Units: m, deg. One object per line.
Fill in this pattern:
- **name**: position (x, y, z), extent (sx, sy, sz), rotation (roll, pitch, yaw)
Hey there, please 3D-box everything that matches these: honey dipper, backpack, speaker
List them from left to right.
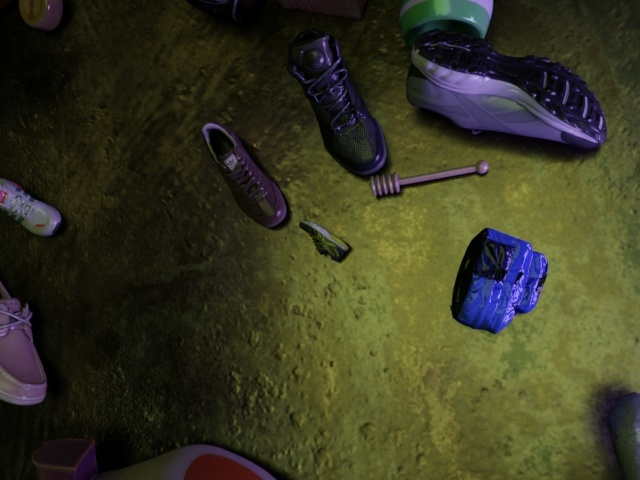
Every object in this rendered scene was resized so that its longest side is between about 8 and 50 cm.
- **honey dipper**: position (0.150, -0.088, 0.776), extent (0.161, 0.030, 0.030), rotation (-8, 78, 13)
- **speaker**: position (0.178, -0.418, 0.773), extent (0.131, 0.131, 0.296), rotation (2, 82, 17)
- **backpack**: position (0.218, 0.057, 0.695), extent (0.101, 0.098, 0.120), rotation (22, 87, 15)

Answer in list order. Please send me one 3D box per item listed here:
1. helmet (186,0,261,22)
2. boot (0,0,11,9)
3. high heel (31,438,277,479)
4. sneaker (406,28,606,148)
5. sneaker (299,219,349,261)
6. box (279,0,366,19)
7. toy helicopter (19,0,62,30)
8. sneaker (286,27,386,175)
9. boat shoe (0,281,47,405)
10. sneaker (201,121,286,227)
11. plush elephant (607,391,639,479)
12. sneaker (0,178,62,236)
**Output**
- **helmet**: position (-0.159, -0.438, 0.854), extent (0.161, 0.169, 0.169), rotation (35, 92, -1)
- **boot**: position (-0.763, -0.462, 1.078), extent (0.280, 0.096, 0.264), rotation (-46, 71, 4)
- **high heel**: position (-0.223, 0.388, 0.789), extent (0.377, 0.127, 0.181), rotation (7, 111, 14)
- **sneaker**: position (0.242, -0.185, 0.739), extent (0.271, 0.108, 0.100), rotation (23, 55, 5)
- **sneaker**: position (0.000, 0.000, 0.804), extent (0.083, 0.031, 0.035), rotation (31, 91, 19)
- **box**: position (-0.019, -0.446, 0.744), extent (0.142, 0.300, 0.154), rotation (17, 85, 19)
- **toy helicopter**: position (-0.534, -0.557, 1.004), extent (0.235, 0.140, 0.355), rotation (-20, 89, 26)
- **sneaker**: position (0.016, -0.199, 0.784), extent (0.087, 0.130, 0.227), rotation (-25, 77, 13)
- **boat shoe**: position (-0.526, 0.135, 0.902), extent (0.302, 0.109, 0.098), rotation (42, 95, 24)
- **sneaker**: position (-0.124, -0.099, 0.837), extent (0.066, 0.071, 0.188), rotation (-40, 72, 7)
- **plush elephant**: position (0.444, 0.330, 0.502), extent (0.255, 0.272, 0.330), rotation (-17, 105, 27)
- **sneaker**: position (-0.515, -0.059, 0.944), extent (0.161, 0.075, 0.057), rotation (32, 91, 19)
